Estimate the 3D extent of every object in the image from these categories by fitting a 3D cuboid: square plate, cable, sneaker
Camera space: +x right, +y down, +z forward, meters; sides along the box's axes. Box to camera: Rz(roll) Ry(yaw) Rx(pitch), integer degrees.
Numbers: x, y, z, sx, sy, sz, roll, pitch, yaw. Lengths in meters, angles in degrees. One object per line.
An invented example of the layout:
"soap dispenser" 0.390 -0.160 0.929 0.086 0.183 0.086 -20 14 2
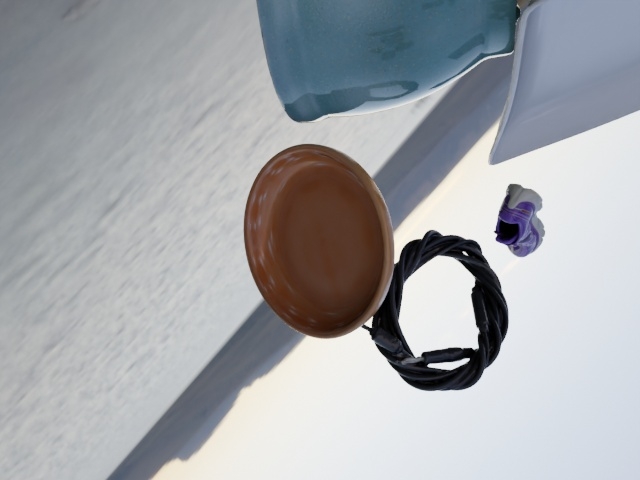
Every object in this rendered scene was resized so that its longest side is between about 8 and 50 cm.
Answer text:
"square plate" 0.325 -0.207 0.724 0.347 0.049 0.344 -22 164 1
"cable" 0.135 0.070 0.826 0.184 0.150 0.047 -46 169 -29
"sneaker" 0.268 -0.017 1.077 0.071 0.068 0.170 -54 151 -12

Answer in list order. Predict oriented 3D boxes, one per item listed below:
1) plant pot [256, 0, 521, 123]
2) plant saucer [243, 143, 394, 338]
"plant pot" 0.075 -0.249 0.670 0.293 0.196 0.293 2 90 -78
"plant saucer" 0.000 0.000 0.791 0.037 0.200 0.200 -12 151 -48
